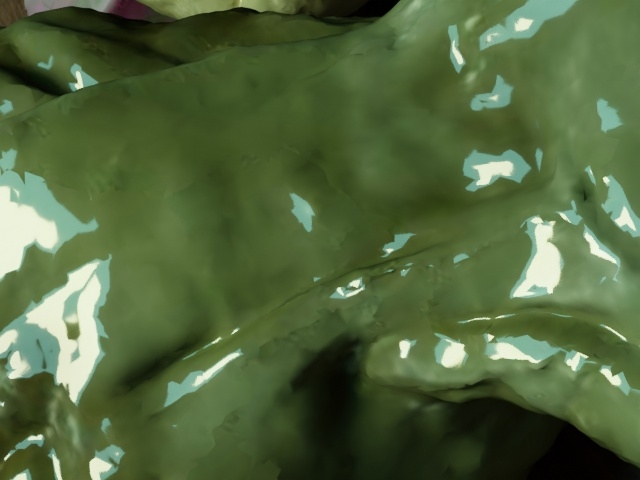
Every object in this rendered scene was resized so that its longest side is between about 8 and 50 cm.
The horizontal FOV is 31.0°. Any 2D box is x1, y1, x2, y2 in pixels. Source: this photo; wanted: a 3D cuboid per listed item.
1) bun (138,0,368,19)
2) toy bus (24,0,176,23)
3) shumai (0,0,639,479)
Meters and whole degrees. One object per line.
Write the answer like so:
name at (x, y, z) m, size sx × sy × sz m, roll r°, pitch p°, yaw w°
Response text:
bun at (-0.042, -0.247, 0.602) m, size 0.259 × 0.160 × 0.259 m, roll -6°, pitch 72°, yaw 19°
toy bus at (-0.117, -0.218, 0.815) m, size 0.274 × 0.090 × 0.112 m, roll -45°, pitch 49°, yaw 38°
shumai at (0.000, 0.000, 0.403) m, size 0.330 × 0.292 × 0.288 m, roll 50°, pitch 144°, yaw 5°
